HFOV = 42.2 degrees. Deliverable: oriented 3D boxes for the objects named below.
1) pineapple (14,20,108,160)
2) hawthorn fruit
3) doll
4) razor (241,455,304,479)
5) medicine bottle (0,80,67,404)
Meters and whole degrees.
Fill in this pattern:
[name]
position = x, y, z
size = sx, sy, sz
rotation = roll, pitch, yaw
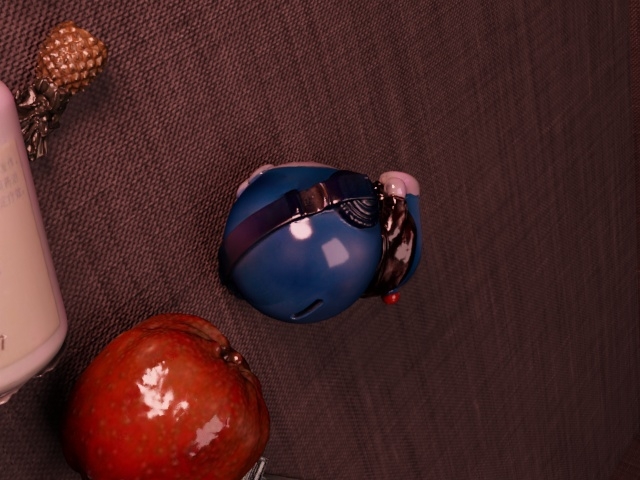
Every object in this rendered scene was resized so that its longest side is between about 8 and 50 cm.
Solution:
[pineapple]
position = -0.301, -0.164, 0.924
size = 0.074, 0.074, 0.159
rotation = 34, 84, -49
[hawthorn fruit]
position = -0.221, 0.242, 1.051
size = 0.300, 0.254, 0.254
rotation = -36, 134, -1
[doll]
position = 0.000, 0.000, 1.195
size = 0.310, 0.284, 0.240
rotation = 7, 55, -46
[razor]
position = -0.070, 0.421, 1.413
size = 0.278, 0.056, 0.111
rotation = 32, 80, -57
[medicine bottle]
position = -0.373, -0.043, 0.762
size = 0.213, 0.213, 0.378
rotation = -28, 122, -41
